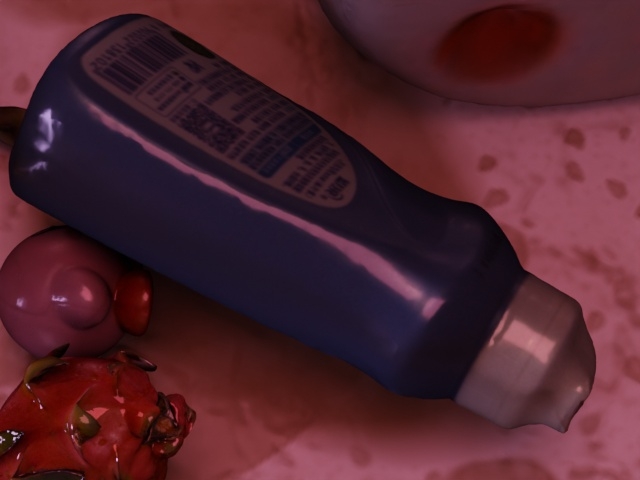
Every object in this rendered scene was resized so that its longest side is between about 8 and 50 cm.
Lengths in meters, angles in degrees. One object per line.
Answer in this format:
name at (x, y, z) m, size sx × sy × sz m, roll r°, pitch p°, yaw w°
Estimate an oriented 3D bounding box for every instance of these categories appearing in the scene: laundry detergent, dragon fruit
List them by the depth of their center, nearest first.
dragon fruit at (-0.118, 0.099, 0.797) m, size 0.116 × 0.086 × 0.081 m, roll -43°, pitch 43°, yaw 18°
laundry detergent at (0.000, 0.000, 0.824) m, size 0.290 × 0.143 × 0.094 m, roll 31°, pitch 111°, yaw 8°

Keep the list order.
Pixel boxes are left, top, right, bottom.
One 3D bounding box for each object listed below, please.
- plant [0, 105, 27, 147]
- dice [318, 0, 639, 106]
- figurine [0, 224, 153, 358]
plant at (-0.257, -0.122, 0.747) m, size 0.180 × 0.333 × 0.251 m, roll -37°, pitch 84°, yaw -3°
dice at (0.116, -0.263, 0.846) m, size 0.277 × 0.304 × 0.304 m, roll -6°, pitch 67°, yaw -7°
figurine at (-0.120, 0.026, 0.830) m, size 0.071 × 0.083 × 0.067 m, roll 5°, pitch 94°, yaw -15°
